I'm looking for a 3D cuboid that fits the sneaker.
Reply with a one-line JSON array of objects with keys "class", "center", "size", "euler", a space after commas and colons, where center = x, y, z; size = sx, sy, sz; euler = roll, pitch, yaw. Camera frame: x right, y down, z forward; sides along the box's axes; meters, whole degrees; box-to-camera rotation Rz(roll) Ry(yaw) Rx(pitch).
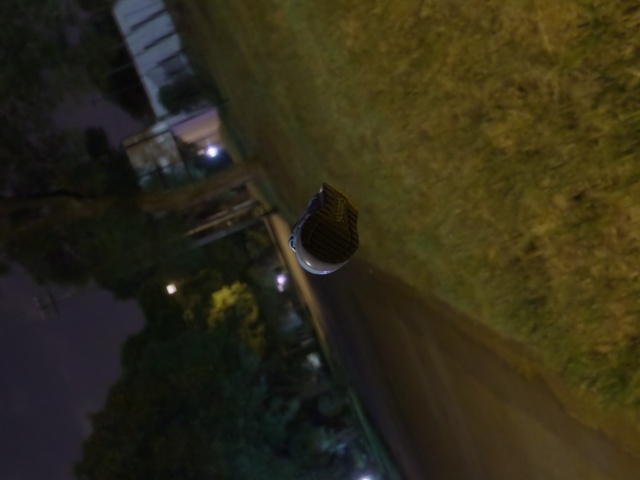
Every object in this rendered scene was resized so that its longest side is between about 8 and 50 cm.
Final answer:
[{"class": "sneaker", "center": [0.000, 0.000, 0.848], "size": [0.053, 0.059, 0.144], "euler": [37, -156, -7]}]
